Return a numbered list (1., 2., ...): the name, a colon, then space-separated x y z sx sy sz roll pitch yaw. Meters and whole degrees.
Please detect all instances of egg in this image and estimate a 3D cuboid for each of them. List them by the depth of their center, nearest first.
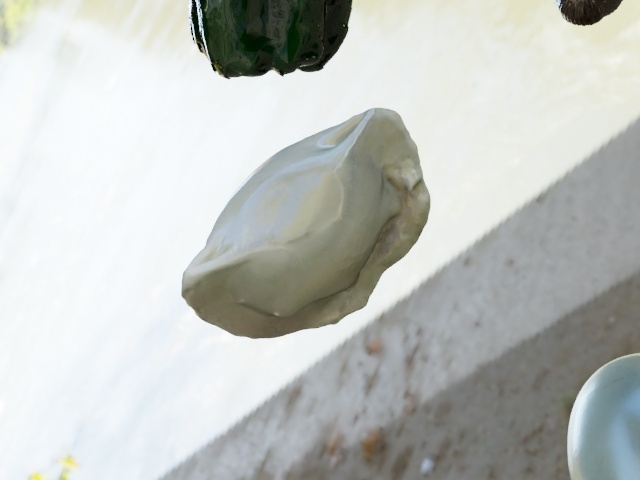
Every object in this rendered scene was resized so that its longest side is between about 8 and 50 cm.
1. egg: 0.428 0.295 1.786 0.230 0.230 0.371 -56 29 30

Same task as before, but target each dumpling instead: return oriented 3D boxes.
1. dumpling: 0.000 0.000 1.179 0.229 0.151 0.124 -41 31 5

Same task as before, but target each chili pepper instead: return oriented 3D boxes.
1. chili pepper: -0.059 -0.298 1.519 0.165 0.173 0.261 -21 -68 -74

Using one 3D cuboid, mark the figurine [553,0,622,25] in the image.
1. figurine: 0.352 -0.433 1.841 0.168 0.187 0.315 -108 20 -63
